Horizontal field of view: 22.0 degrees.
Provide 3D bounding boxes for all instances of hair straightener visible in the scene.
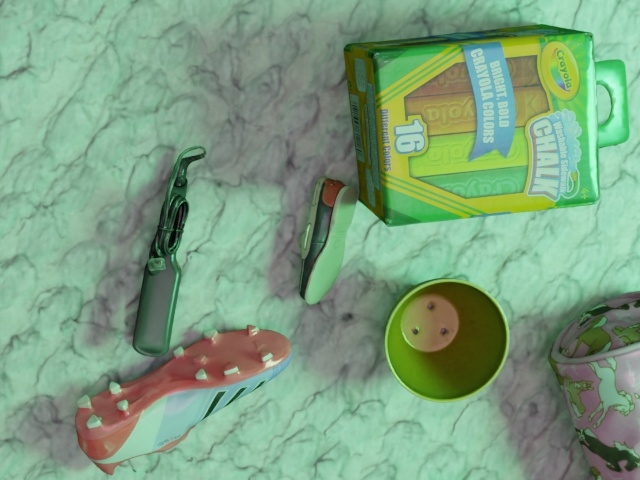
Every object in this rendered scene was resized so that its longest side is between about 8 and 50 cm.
[{"bbox_3d":[-0.155,0.013,1.726,0.047,0.089,0.230,15,97,-6],"label":"hair straightener"}]

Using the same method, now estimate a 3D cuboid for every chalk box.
[{"bbox_3d":[0.186,-0.127,1.705,0.289,0.179,0.180,-7,101,-7],"label":"chalk box"}]

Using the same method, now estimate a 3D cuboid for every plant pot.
[{"bbox_3d":[0.127,0.097,1.778,0.134,0.095,0.134,-1,101,-8],"label":"plant pot"}]

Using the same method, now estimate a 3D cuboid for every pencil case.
[{"bbox_3d":[0.394,0.250,1.815,0.167,0.160,0.386,-14,106,38],"label":"pencil case"}]

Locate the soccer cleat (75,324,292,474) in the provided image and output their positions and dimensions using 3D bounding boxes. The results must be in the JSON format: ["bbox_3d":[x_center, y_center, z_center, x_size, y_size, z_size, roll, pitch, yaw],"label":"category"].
[{"bbox_3d":[-0.143,0.170,1.770,0.248,0.083,0.095,-24,132,-9],"label":"soccer cleat"}]

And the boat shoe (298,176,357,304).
[{"bbox_3d":[0.000,0.000,1.771,0.043,0.049,0.137,22,101,31],"label":"boat shoe"}]
